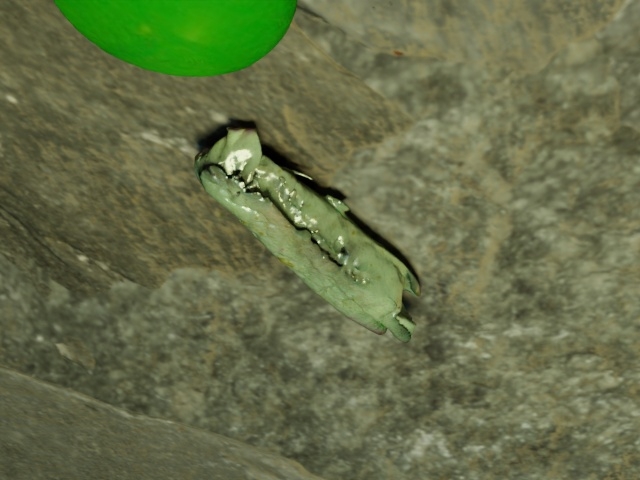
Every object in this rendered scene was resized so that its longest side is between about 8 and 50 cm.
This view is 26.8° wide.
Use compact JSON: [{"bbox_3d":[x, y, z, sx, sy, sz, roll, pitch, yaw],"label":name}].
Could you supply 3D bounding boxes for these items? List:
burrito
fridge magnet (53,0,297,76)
[{"bbox_3d":[-0.003,0.002,1.311,0.096,0.066,0.309,-17,132,40],"label":"burrito"},{"bbox_3d":[-0.118,-0.213,1.060,0.208,0.088,0.208,8,142,6],"label":"fridge magnet"}]
